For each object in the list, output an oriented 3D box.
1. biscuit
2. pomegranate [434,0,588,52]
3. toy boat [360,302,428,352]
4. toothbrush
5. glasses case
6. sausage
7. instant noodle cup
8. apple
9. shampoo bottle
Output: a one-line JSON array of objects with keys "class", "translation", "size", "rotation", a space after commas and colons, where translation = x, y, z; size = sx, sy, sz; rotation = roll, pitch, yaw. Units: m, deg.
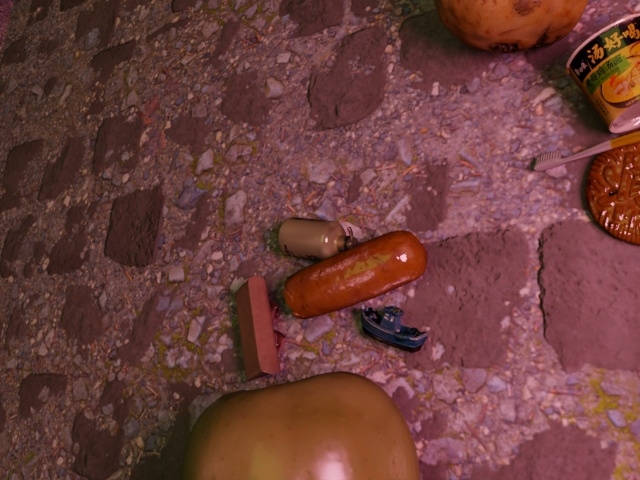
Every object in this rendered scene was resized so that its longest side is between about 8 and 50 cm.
[{"class": "biscuit", "translation": [0.483, -0.081, 0.843], "size": [0.187, 0.027, 0.188], "rotation": [-12, 67, 30]}, {"class": "pomegranate", "translation": [0.314, -0.428, 0.954], "size": [0.260, 0.260, 0.261], "rotation": [-12, 67, 31]}, {"class": "toy boat", "translation": [0.120, 0.142, 0.991], "size": [0.137, 0.060, 0.061], "rotation": [18, 103, 43]}, {"class": "toothbrush", "translation": [0.451, -0.149, 0.855], "size": [0.288, 0.021, 0.024], "rotation": [-14, 54, 44]}, {"class": "glasses case", "translation": [-0.119, 0.179, 1.148], "size": [0.102, 0.070, 0.194], "rotation": [-43, 51, 49]}, {"class": "sausage", "translation": [0.058, 0.062, 1.036], "size": [0.270, 0.109, 0.109], "rotation": [-23, 62, 24]}, {"class": "instant noodle cup", "translation": [0.455, -0.240, 0.852], "size": [0.151, 0.151, 0.122], "rotation": [-27, 67, 24]}, {"class": "apple", "translation": [-0.025, 0.360, 0.841], "size": [0.357, 0.357, 0.358], "rotation": [-12, 67, 31]}, {"class": "shampoo bottle", "translation": [0.000, 0.000, 1.113], "size": [0.161, 0.079, 0.079], "rotation": [8, 78, 35]}]
